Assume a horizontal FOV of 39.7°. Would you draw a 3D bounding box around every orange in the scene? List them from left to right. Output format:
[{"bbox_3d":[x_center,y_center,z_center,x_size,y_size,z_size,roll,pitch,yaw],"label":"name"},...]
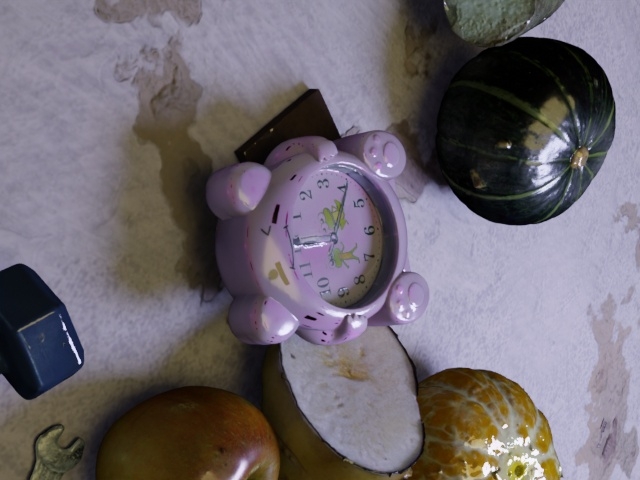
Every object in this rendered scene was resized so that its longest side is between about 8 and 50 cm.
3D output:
[{"bbox_3d":[0.243,0.378,1.487,0.329,0.249,0.329,11,68,-28],"label":"orange"}]

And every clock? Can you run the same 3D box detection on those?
[{"bbox_3d":[0.000,0.000,1.246,0.322,0.113,0.295,-11,92,-42],"label":"clock"}]

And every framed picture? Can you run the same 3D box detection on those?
[{"bbox_3d":[-0.038,-0.127,1.314,0.168,0.023,0.128,-44,124,-28],"label":"framed picture"}]

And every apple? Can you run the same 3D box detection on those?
[{"bbox_3d":[-0.176,0.299,1.164,0.237,0.207,0.237,-36,135,-46],"label":"apple"}]

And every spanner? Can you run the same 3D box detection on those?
[{"bbox_3d":[-0.380,0.373,1.098,0.071,0.017,0.302,35,74,-39],"label":"spanner"}]

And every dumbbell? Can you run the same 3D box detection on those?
[{"bbox_3d":[-0.419,0.159,0.940,0.325,0.160,0.144,-33,149,-32],"label":"dumbbell"}]

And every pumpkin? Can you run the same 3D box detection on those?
[{"bbox_3d":[0.346,-0.182,1.493,0.323,0.241,0.323,-17,119,-35],"label":"pumpkin"}]

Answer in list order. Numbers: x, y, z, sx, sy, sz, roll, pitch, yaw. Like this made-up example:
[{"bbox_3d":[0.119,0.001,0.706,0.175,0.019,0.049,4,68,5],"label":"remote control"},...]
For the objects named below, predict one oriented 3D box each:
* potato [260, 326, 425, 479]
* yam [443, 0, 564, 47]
[{"bbox_3d":[0.011,0.253,1.317,0.246,0.196,0.299,18,42,-23],"label":"potato"},{"bbox_3d":[0.309,-0.411,1.438,0.268,0.161,0.161,-37,122,-53],"label":"yam"}]
